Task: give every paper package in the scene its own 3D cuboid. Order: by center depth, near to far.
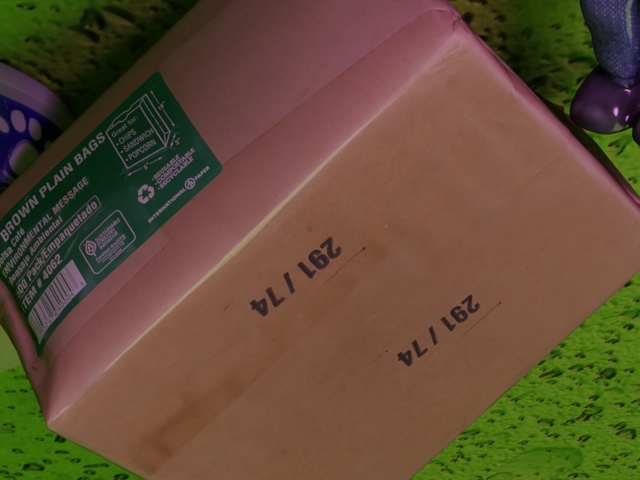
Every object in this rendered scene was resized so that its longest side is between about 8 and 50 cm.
[{"bbox_3d":[0.000,0.000,1.152,0.325,0.168,0.309,-43,139,8],"label":"paper package"}]

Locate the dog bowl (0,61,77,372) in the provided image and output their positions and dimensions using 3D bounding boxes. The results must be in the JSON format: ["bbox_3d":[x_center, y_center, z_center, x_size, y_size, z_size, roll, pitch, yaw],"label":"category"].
[{"bbox_3d":[-0.279,-0.008,1.225,0.264,0.104,0.265,-7,148,-4],"label":"dog bowl"}]

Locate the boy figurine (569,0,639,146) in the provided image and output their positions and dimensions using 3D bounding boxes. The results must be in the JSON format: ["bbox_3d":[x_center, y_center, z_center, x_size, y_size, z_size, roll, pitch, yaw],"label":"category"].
[{"bbox_3d":[0.177,-0.181,1.022,0.092,0.177,0.285,-42,138,-24],"label":"boy figurine"}]
